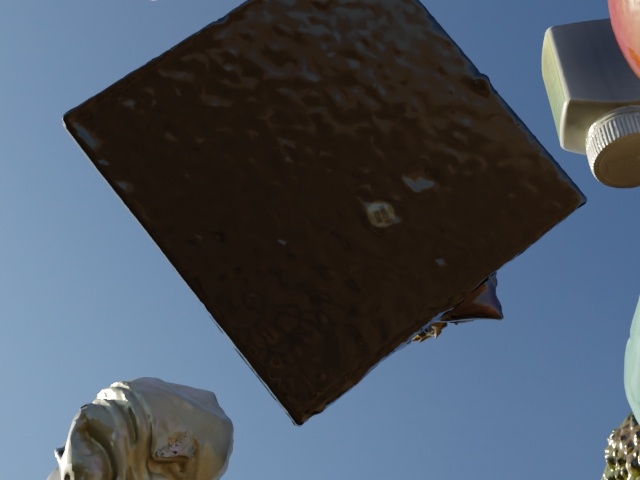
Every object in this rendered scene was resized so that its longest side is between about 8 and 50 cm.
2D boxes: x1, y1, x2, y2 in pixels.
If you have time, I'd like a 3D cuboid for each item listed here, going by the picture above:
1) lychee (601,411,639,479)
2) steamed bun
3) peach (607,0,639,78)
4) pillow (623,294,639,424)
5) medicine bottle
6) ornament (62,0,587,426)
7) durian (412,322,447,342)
[{"bbox_3d":[0.540,0.335,1.598,0.269,0.270,0.320,22,-82,-9],"label":"lychee"},{"bbox_3d":[-0.251,0.314,1.449,0.206,0.320,0.275,25,-51,-25],"label":"steamed bun"},{"bbox_3d":[0.316,-0.194,0.789,0.230,0.231,0.231,6,-48,6],"label":"peach"},{"bbox_3d":[0.308,0.090,0.758,0.214,0.086,0.233,20,-61,35],"label":"pillow"},{"bbox_3d":[0.325,-0.155,1.248,0.131,0.189,0.088,-5,-39,2],"label":"medicine bottle"},{"bbox_3d":[0.000,0.000,0.533,0.166,0.153,0.196,52,-14,10],"label":"ornament"},{"bbox_3d":[0.107,0.019,1.380,0.137,0.183,0.249,27,-6,-10],"label":"durian"}]
